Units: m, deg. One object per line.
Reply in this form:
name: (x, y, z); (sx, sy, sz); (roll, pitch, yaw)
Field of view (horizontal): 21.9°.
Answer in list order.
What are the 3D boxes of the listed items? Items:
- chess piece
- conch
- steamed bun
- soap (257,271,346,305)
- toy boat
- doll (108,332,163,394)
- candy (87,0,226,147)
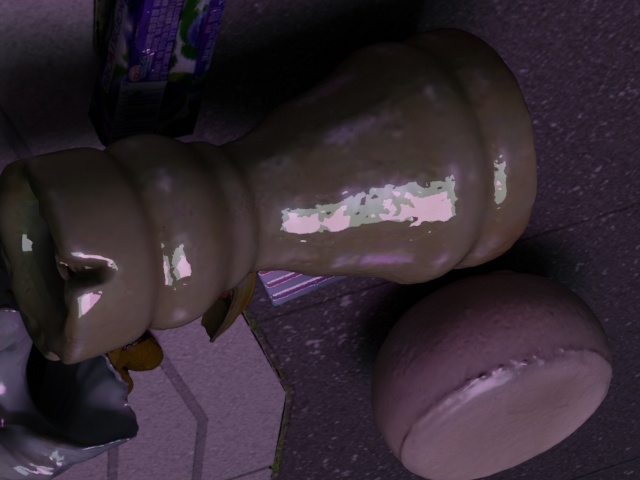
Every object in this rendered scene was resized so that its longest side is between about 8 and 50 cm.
chess piece: (-0.049, -0.031, 1.439); (0.442, 0.234, 0.234); (-18, 147, -26)
conch: (-0.346, 0.120, 1.548); (0.319, 0.215, 0.303); (-12, 135, -7)
steamed bun: (0.187, 0.141, 1.903); (0.283, 0.177, 0.283); (-17, 148, -11)
soap: (0.000, 0.000, 1.716); (0.149, 0.056, 0.100); (-23, 148, 1)
toy boat: (-0.105, 0.036, 1.699); (0.066, 0.065, 0.172); (-18, 141, -19)
doll: (-0.223, 0.117, 1.720); (0.137, 0.097, 0.209); (-34, 150, 6)
candy: (-0.126, -0.200, 1.373); (0.088, 0.061, 0.312); (-9, 145, -25)
